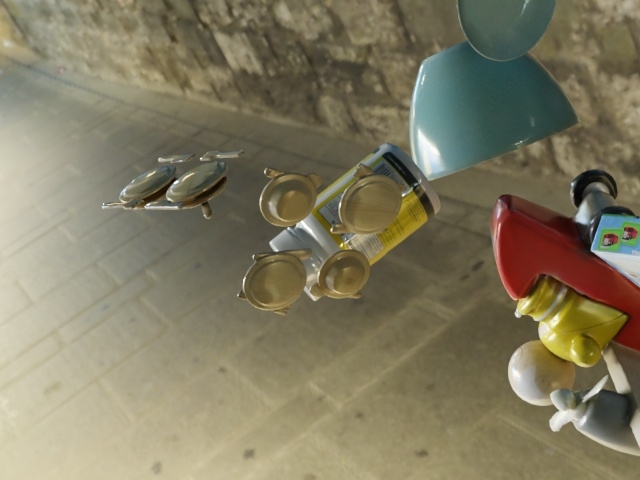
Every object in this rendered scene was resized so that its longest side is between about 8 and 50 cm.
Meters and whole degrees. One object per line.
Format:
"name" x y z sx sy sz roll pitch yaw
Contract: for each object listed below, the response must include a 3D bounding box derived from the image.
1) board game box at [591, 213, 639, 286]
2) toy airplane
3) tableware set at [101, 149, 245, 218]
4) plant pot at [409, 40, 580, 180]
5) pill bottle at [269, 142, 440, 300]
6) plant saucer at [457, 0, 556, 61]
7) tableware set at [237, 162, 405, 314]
"board game box" 0.343 0.033 0.770 0.212 0.160 0.039 9 74 49
"toy airplane" 0.374 0.130 1.289 0.272 0.386 0.384 -41 63 19
"tableware set" -0.188 -0.066 1.312 0.194 0.039 0.128 1 38 47
"plant pot" 0.270 -0.240 1.710 0.290 0.195 0.290 -21 3 1
"pill bottle" 0.043 -0.023 1.314 0.208 0.119 0.119 -38 25 -5
"plant saucer" 0.265 -0.363 1.464 0.195 0.195 0.037 -37 33 -18
"tableware set" 0.000 0.000 0.955 0.141 0.168 0.020 4 28 -25
